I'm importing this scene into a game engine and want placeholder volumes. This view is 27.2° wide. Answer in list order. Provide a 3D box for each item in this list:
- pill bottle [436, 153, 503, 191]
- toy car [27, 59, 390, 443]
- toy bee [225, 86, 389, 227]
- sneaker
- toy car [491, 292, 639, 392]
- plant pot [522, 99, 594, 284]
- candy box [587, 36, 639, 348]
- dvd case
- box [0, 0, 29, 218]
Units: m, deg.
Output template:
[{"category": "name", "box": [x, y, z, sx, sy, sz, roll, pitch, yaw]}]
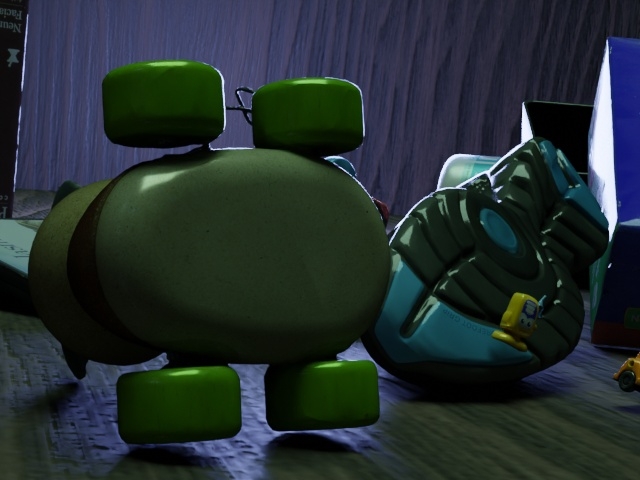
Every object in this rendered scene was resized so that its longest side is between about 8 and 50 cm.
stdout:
[{"category": "pill bottle", "box": [0.293, -0.034, 1.761, 0.264, 0.146, 0.146, 6, 4, 18]}, {"category": "toy car", "box": [-0.075, 0.014, 0.624, 0.149, 0.155, 0.188, 2, -8, -38]}, {"category": "toy bee", "box": [-0.040, -0.039, 1.645, 0.298, 0.162, 0.195, 30, -17, -26]}, {"category": "sneaker", "box": [0.093, 0.035, 0.861, 0.139, 0.125, 0.341, -37, -4, 26]}, {"category": "toy car", "box": [0.160, 0.057, 0.710, 0.122, 0.040, 0.060, 24, -9, -17]}, {"category": "plant pot", "box": [0.332, -0.048, 1.579, 0.188, 0.167, 0.187, 4, 31, -1]}, {"category": "candy box", "box": [0.360, -0.039, 1.078, 0.268, 0.122, 0.317, 6, 33, 7]}, {"category": "dvd case", "box": [-0.175, 0.017, 1.046, 0.180, 0.022, 0.253, 22, 13, 33]}, {"category": "box", "box": [-0.479, -0.205, 1.625, 0.191, 0.381, 0.143, 0, 8, -43]}]
